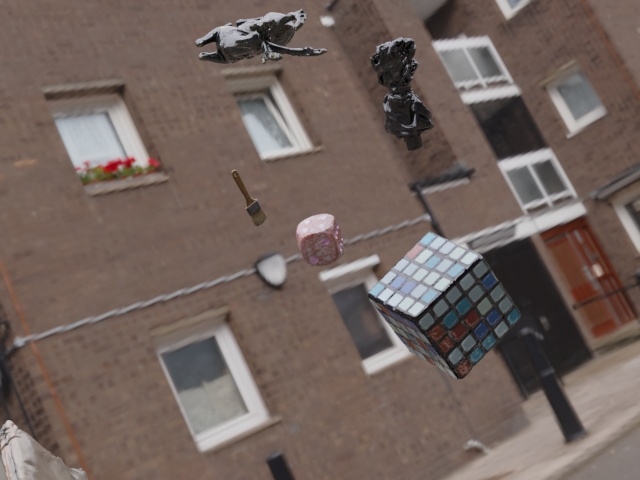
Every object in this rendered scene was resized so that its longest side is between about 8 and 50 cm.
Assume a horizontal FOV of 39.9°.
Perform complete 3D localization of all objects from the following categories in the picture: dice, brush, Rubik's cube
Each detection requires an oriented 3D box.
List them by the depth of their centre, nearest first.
[{"bbox_3d":[0.236,0.124,1.693,0.187,0.182,0.184,-43,30,-10],"label":"Rubik's cube"},{"bbox_3d":[0.000,0.000,2.016,0.091,0.094,0.093,-15,29,13],"label":"dice"},{"bbox_3d":[-0.192,-0.114,2.314,0.014,0.170,0.043,8,43,49],"label":"brush"}]

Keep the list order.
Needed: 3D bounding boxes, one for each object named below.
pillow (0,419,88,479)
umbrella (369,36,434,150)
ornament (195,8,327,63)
[{"bbox_3d":[-0.442,0.423,1.476,0.067,0.173,0.270,-28,-37,0],"label":"pillow"},{"bbox_3d":[0.196,-0.350,2.134,0.122,0.272,0.110,-12,15,11],"label":"umbrella"},{"bbox_3d":[-0.069,-0.345,1.488,0.202,0.080,0.236,-24,19,-34],"label":"ornament"}]
